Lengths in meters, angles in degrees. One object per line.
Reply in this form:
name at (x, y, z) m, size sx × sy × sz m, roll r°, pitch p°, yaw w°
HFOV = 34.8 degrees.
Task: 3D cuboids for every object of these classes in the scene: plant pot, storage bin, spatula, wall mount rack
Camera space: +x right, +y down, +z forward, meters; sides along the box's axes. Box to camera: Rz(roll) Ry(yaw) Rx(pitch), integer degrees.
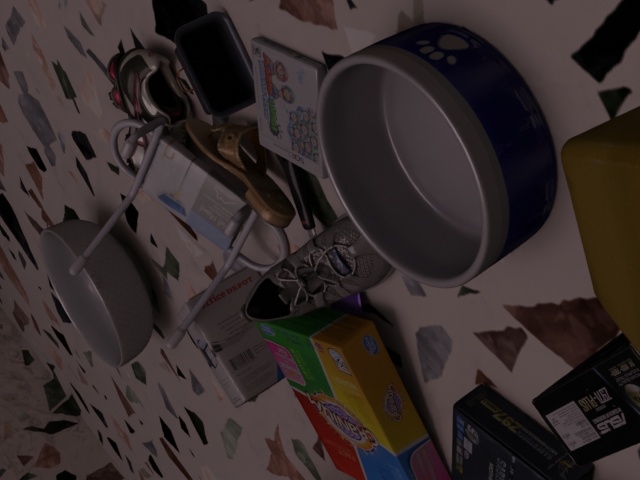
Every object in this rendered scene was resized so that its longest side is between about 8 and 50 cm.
plant pot at (0.297, -0.018, 0.742) m, size 0.187 × 0.212 × 0.212 m, roll 29°, pitch 142°, yaw 64°
storage bin at (-0.156, -0.234, 1.426) m, size 0.135 × 0.098 × 0.091 m, roll 63°, pitch 164°, yaw -6°
spatula at (0.000, 0.000, 1.448) m, size 0.084 × 0.030 × 0.297 m, roll 3°, pitch 119°, yaw 58°
wall mount rack at (-0.237, -0.014, 1.599) m, size 0.350 × 0.130 × 0.304 m, roll 37°, pitch 130°, yaw 7°

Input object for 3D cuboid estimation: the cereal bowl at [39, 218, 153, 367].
cereal bowl at (-0.466, 0.099, 2.229) m, size 0.339 × 0.141 × 0.339 m, roll 41°, pitch 148°, yaw 33°

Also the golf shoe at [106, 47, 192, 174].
golf shoe at (-0.257, -0.175, 1.644) m, size 0.120 × 0.105 × 0.273 m, roll 9°, pitch 125°, yaw 48°

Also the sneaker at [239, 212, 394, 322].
sneaker at (-0.003, 0.053, 1.372) m, size 0.105 × 0.115 × 0.281 m, roll 54°, pitch 136°, yaw 2°

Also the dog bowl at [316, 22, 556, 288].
dog bowl at (0.116, -0.089, 1.078) m, size 0.265 × 0.104 × 0.265 m, roll 40°, pitch 147°, yaw 33°

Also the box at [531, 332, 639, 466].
box at (0.299, 0.116, 0.916) m, size 0.077 × 0.147 × 0.180 m, roll 55°, pitch 152°, yaw 11°

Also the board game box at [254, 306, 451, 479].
board game box at (0.048, 0.240, 1.522) m, size 0.242 × 0.064 × 0.317 m, roll 11°, pitch 133°, yaw 56°

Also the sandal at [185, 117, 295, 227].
sandal at (-0.099, -0.126, 1.466) m, size 0.240 × 0.088 × 0.079 m, roll 50°, pitch 119°, yaw 28°

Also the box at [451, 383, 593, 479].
box at (0.249, 0.321, 1.303) m, size 0.183 × 0.059 × 0.233 m, roll 36°, pitch 145°, yaw 37°

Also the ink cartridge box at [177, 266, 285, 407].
ink cartridge box at (-0.127, 0.159, 1.704) m, size 0.191 × 0.139 × 0.082 m, roll 57°, pitch 155°, yaw 7°

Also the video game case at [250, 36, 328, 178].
video game case at (-0.039, -0.174, 1.341) m, size 0.143 × 0.019 × 0.157 m, roll 32°, pitch 136°, yaw 43°
